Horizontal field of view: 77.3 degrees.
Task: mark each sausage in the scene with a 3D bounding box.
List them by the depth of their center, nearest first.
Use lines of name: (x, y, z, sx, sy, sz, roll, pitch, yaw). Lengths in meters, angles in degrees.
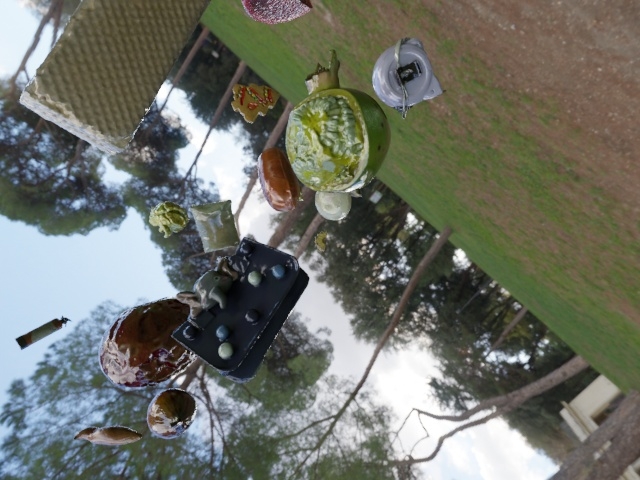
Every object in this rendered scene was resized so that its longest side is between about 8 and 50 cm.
sausage: (-0.140, -0.203, 1.311, 0.133, 0.133, 0.258, 25, -143, -44)

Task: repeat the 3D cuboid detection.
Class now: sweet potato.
sweet potato: (-0.630, 0.577, 1.190, 0.203, 0.058, 0.055, -1, -165, 9)

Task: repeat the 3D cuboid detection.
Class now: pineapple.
pineapple: (0.000, 0.000, 1.445, 0.045, 0.083, 0.019, 10, 158, -7)

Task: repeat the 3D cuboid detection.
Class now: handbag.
handbag: (-0.213, 0.152, 1.006, 0.269, 0.325, 0.118, 20, 157, 32)

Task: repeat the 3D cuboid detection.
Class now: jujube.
jujube: (-0.557, 0.337, 1.372, 0.276, 0.276, 0.377, 40, -168, 8)

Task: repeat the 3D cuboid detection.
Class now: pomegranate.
pomegranate: (0.036, -0.270, 0.959, 0.261, 0.340, 0.260, -5, -176, 0)

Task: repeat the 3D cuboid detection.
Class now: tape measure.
tape measure: (0.245, -0.470, 1.161, 0.196, 0.178, 0.105, 55, -178, -17)

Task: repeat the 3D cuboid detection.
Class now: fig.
fig: (-0.466, 0.556, 1.294, 0.148, 0.202, 0.149, 48, -142, -35)

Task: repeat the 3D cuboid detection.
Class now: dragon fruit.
dragon fruit: (-0.154, -0.729, 1.142, 0.163, 0.189, 0.262, 45, -156, 18)

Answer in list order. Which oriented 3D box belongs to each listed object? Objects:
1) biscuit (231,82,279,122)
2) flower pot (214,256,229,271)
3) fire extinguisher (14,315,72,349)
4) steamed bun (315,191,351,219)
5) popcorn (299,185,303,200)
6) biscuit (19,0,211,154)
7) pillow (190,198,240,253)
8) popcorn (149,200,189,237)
biscuit: (-0.308, -0.674, 1.914, 0.041, 0.239, 0.212, 115, 132, -72)
flower pot: (-0.414, 0.241, 1.941, 0.283, 0.299, 0.299, 33, -167, -48)
fire extinguisher: (-0.991, 0.326, 1.443, 0.050, 0.062, 0.177, 32, -137, 26)
steamed bun: (0.037, -0.128, 1.260, 0.113, 0.129, 0.091, 4, -174, 15)
popcorn: (-0.185, -0.267, 2.104, 0.197, 0.156, 0.197, 55, 163, 26)
biscuit: (-0.259, -0.341, 0.588, 0.144, 0.425, 0.079, 34, 162, -37)
pillow: (-0.481, -0.064, 1.868, 0.302, 0.185, 0.074, 87, 168, -44)
popcorn: (-0.580, -0.090, 1.542, 0.142, 0.135, 0.162, 2, -137, -28)
